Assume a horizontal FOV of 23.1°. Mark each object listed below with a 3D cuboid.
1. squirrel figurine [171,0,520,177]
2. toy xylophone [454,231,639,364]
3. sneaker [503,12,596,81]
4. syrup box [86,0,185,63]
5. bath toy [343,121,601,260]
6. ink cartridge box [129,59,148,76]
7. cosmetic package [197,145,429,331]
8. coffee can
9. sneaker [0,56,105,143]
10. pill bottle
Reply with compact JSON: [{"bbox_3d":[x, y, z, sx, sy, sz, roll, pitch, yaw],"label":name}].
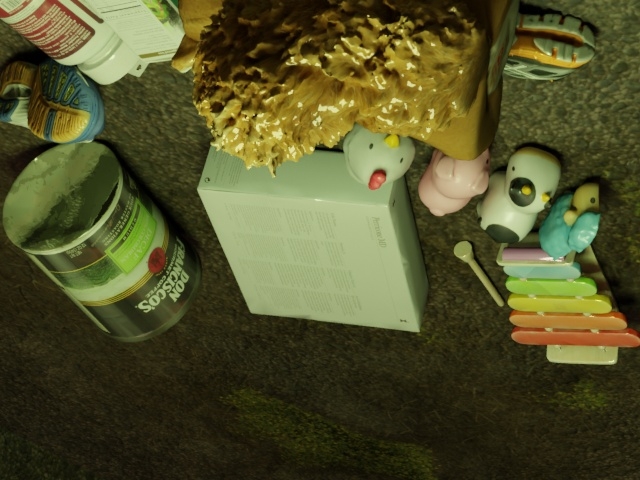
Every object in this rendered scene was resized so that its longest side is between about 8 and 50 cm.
[{"bbox_3d":[0.004,-0.233,1.639,0.370,0.397,0.281,17,116,13],"label":"squirrel figurine"},{"bbox_3d":[0.339,0.081,2.366,0.236,0.081,0.323,-5,145,32],"label":"toy xylophone"},{"bbox_3d":[0.214,-0.236,1.866,0.214,0.084,0.083,17,156,-6],"label":"sneaker"},{"bbox_3d":[-0.232,-0.325,1.898,0.096,0.093,0.237,-6,145,32],"label":"syrup box"},{"bbox_3d":[0.199,-0.077,2.106,0.348,0.129,0.151,18,117,-8],"label":"bath toy"},{"bbox_3d":[-0.271,-0.256,2.105,0.083,0.028,0.048,24,150,-15],"label":"ink cartridge box"},{"bbox_3d":[0.000,0.000,2.364,0.284,0.097,0.377,8,151,15],"label":"cosmetic package"},{"bbox_3d":[-0.332,0.004,2.415,0.201,0.202,0.275,-1,147,27],"label":"coffee can"},{"bbox_3d":[-0.338,-0.185,2.138,0.131,0.112,0.296,19,-177,-32],"label":"sneaker"},{"bbox_3d":[-0.327,-0.296,1.963,0.121,0.121,0.221,-13,142,40],"label":"pill bottle"}]
